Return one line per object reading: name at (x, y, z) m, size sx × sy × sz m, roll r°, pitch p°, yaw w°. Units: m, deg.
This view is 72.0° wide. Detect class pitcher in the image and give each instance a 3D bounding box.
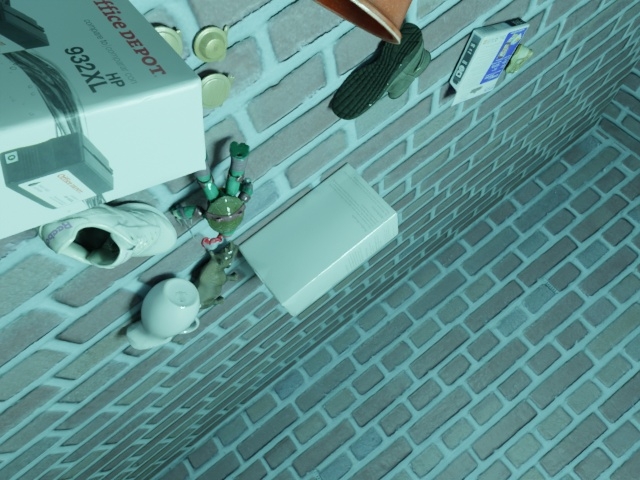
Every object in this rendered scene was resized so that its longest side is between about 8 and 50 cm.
pitcher at (-0.359, 0.182, 1.091) m, size 0.178 × 0.125 × 0.207 m, roll 0°, pitch 143°, yaw -44°

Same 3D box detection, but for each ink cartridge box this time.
ink cartridge box at (0.449, -0.488, 1.210) m, size 0.206 × 0.045 × 0.208 m, roll -27°, pitch 152°, yaw -30°
ink cartridge box at (-0.309, -0.138, 0.453) m, size 0.308 × 0.223 × 0.129 m, roll -27°, pitch 153°, yaw -29°

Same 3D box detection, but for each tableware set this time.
tableware set at (-0.202, -0.257, 0.666) m, size 0.169 × 0.020 × 0.141 m, roll -21°, pitch 149°, yaw -36°

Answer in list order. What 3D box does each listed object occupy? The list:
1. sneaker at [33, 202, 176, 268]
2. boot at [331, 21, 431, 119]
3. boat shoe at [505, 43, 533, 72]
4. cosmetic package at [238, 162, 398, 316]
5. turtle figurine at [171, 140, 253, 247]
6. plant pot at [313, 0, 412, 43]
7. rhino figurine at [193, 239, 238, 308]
sneaker at (-0.348, 0.001, 0.746) m, size 0.114 × 0.152 × 0.305 m, roll -46°, pitch 158°, yaw 9°
boot at (0.147, -0.343, 0.976) m, size 0.246 × 0.083 × 0.161 m, roll -44°, pitch 163°, yaw 13°
boat shoe at (0.585, -0.529, 1.300) m, size 0.056 × 0.048 × 0.153 m, roll -66°, pitch 168°, yaw 2°
cosmetic package at (0.000, 0.000, 1.203) m, size 0.385 × 0.217 × 0.156 m, roll -37°, pitch 157°, yaw -3°
turtle figurine at (-0.199, -0.082, 0.883) m, size 0.175 × 0.118 × 0.234 m, roll -26°, pitch 148°, yaw -30°
plant pot at (0.042, -0.412, 0.482) m, size 0.273 × 0.272 × 0.265 m, roll -1°, pitch 128°, yaw -56°
rhino figurine at (-0.269, 0.089, 1.132) m, size 0.106 × 0.073 × 0.243 m, roll -17°, pitch 147°, yaw -49°
